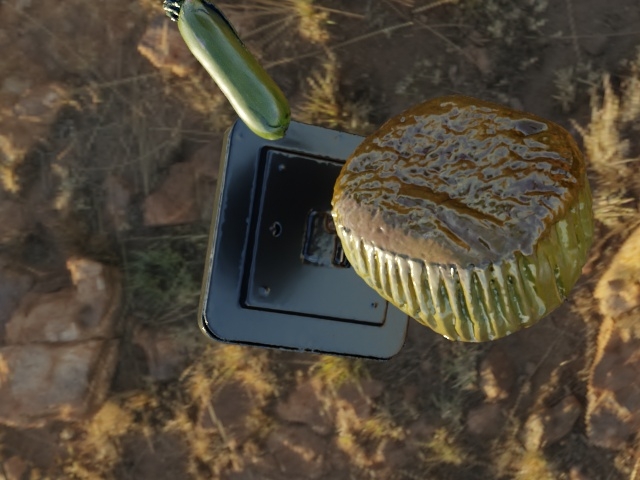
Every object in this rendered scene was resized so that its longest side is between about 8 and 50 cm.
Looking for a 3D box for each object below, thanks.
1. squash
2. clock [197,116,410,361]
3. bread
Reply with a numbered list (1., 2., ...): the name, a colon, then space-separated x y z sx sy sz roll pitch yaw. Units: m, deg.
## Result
1. squash: -0.089 -0.176 0.998 0.052 0.052 0.183 -38 83 29
2. clock: 0.000 0.000 1.244 0.049 0.274 0.278 -179 97 -66
3. bread: 0.142 -0.027 1.022 0.253 0.227 0.142 31 156 46
